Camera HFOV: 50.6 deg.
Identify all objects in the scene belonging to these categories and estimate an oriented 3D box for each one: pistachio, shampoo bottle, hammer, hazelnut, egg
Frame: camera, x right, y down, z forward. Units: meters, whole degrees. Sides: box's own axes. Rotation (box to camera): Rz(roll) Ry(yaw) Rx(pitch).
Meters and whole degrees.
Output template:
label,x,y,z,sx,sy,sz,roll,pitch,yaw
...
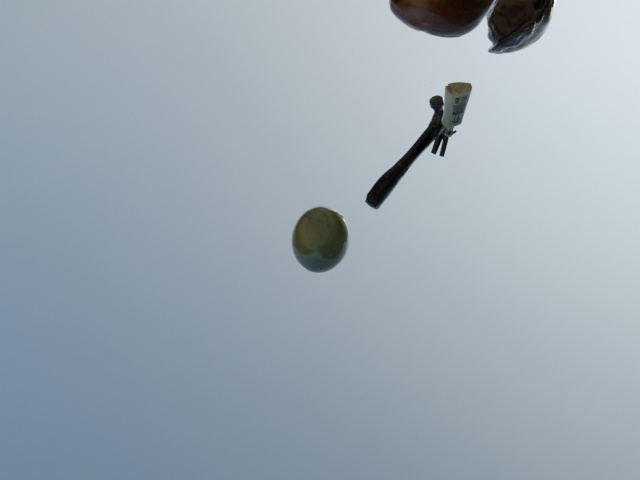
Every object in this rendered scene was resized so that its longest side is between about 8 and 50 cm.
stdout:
label,x,y,z,sx,sy,sz,roll,pitch,yaw
pistachio,0.359,-0.414,1.238,0.131,0.165,0.210,30,-144,-7
shampoo bottle,0.255,-0.247,1.299,0.049,0.141,0.034,-18,-119,-9
hammer,0.194,-0.173,1.482,0.037,0.137,0.290,25,-114,37
hazelnut,0.174,-0.363,0.949,0.150,0.150,0.150,-10,-125,15
egg,0.000,0.000,1.318,0.114,0.152,0.114,8,-137,-7
